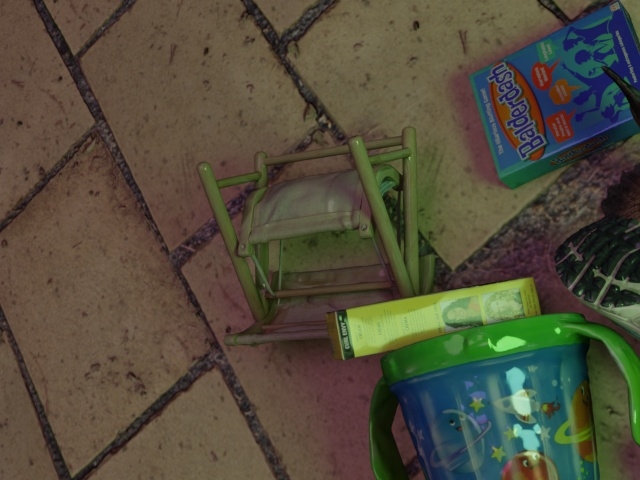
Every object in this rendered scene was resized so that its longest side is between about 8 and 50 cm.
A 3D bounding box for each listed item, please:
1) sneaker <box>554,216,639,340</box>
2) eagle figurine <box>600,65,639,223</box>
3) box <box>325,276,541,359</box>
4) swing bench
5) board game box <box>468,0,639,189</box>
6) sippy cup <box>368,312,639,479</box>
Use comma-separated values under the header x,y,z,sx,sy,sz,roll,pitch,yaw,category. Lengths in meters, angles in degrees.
x,y,z,sx,sy,sz,roll,pitch,yaw,category
0.349,0.080,1.070,0.110,0.122,0.283,-37,39,-6,sneaker
0.418,-0.045,1.084,0.298,0.225,0.226,15,94,26,eagle figurine
0.127,0.089,1.184,0.232,0.087,0.058,-10,85,-9,box
0.000,0.000,1.349,0.253,0.165,0.254,-6,97,31,swing bench
0.302,-0.178,1.285,0.210,0.047,0.160,-26,62,26,board game box
0.200,0.213,1.130,0.240,0.305,0.224,-7,77,-15,sippy cup
